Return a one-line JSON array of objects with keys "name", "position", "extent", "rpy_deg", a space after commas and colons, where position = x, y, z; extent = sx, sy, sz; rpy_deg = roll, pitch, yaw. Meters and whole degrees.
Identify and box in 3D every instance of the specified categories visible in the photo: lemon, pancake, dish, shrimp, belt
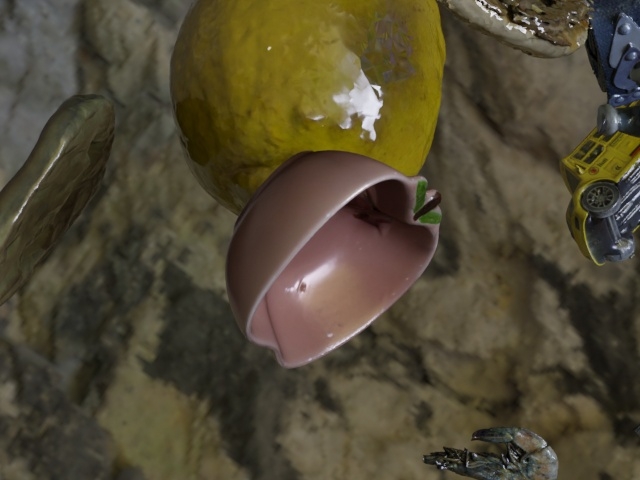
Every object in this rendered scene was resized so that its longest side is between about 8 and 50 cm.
[{"name": "lemon", "position": [-0.013, -0.161, 1.332], "extent": [0.285, 0.285, 0.316], "rpy_deg": [-46, -144, 20]}, {"name": "pancake", "position": [0.192, -0.365, 1.733], "extent": [0.071, 0.382, 0.382], "rpy_deg": [-48, -160, 32]}, {"name": "dish", "position": [0.000, 0.000, 1.154], "extent": [0.213, 0.213, 0.090], "rpy_deg": [-50, -119, 10]}, {"name": "shrimp", "position": [0.204, 0.255, 1.657], "extent": [0.034, 0.161, 0.091], "rpy_deg": [-66, 161, -64]}, {"name": "belt", "position": [0.447, -0.301, 2.011], "extent": [0.128, 0.218, 0.122], "rpy_deg": [-19, -118, 10]}, {"name": "pancake", "position": [-0.277, -0.021, 1.312], "extent": [0.294, 0.049, 0.294], "rpy_deg": [-57, -179, 1]}]

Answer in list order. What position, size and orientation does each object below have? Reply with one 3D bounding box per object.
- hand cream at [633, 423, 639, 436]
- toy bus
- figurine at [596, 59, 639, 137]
[{"name": "hand cream", "position": [0.523, 0.323, 2.149], "extent": [0.093, 0.019, 0.030], "rpy_deg": [57, -44, 23]}, {"name": "toy bus", "position": [0.489, -0.124, 2.172], "extent": [0.330, 0.144, 0.152], "rpy_deg": [-45, -130, -12]}, {"name": "figurine", "position": [0.450, -0.154, 1.571], "extent": [0.265, 0.193, 0.140], "rpy_deg": [-17, -110, 5]}]
